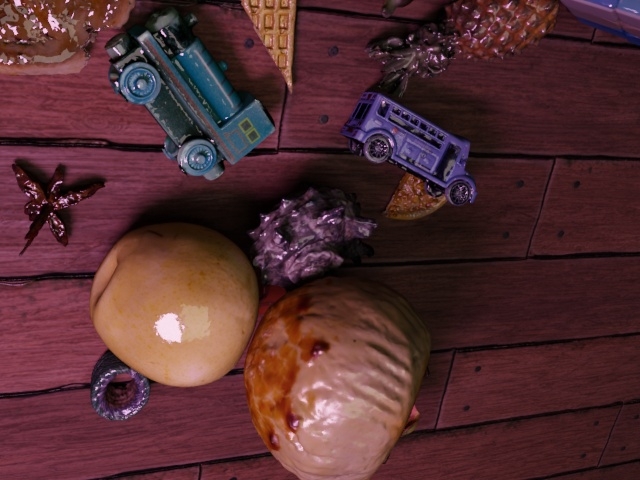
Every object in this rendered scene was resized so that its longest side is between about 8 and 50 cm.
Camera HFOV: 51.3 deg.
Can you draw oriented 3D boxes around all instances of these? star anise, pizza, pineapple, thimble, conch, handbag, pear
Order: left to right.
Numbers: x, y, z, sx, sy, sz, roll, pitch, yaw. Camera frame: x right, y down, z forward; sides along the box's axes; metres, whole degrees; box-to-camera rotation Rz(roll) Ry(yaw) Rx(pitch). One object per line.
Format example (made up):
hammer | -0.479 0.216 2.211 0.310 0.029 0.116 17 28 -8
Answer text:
star anise | -0.468 -0.051 1.152 0.158 0.144 0.141 20 99 -28
thimble | -0.415 0.296 1.380 0.118 0.090 0.135 2 115 -23
pear | -0.264 0.111 1.225 0.309 0.309 0.310 -9 119 -17
handbag | -0.065 0.088 1.432 0.190 0.063 0.127 -4 118 -23
conch | -0.010 0.005 1.300 0.313 0.186 0.241 -15 130 -56
pizza | 0.218 -0.108 1.452 0.178 0.041 0.131 -9 117 -17
pineapple | 0.261 -0.399 1.261 0.361 0.175 0.175 -18 122 5

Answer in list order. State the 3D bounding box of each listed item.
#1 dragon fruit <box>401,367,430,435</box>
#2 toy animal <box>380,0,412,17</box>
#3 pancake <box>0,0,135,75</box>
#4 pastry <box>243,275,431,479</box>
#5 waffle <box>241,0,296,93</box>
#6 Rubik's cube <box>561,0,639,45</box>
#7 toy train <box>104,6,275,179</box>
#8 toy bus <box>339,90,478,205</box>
dragon fruit | 0.114 0.335 1.535 0.305 0.226 0.306 -8 116 -17
toy animal | 0.177 -0.502 1.161 0.233 0.169 0.121 -41 124 19
pancake | -0.454 -0.425 0.999 0.382 0.071 0.383 -10 122 -16
pastry | 0.021 0.248 1.236 0.312 0.388 0.389 24 109 8
waffle | -0.104 -0.359 1.195 0.125 0.032 0.191 -4 116 -22
Rubik's cube | 0.660 -0.517 1.164 0.347 0.344 0.347 -12 127 -61
toy train | -0.228 -0.252 1.157 0.194 0.120 0.298 -40 125 -6
toy bus | 0.194 -0.181 1.331 0.292 0.125 0.133 26 96 -19
